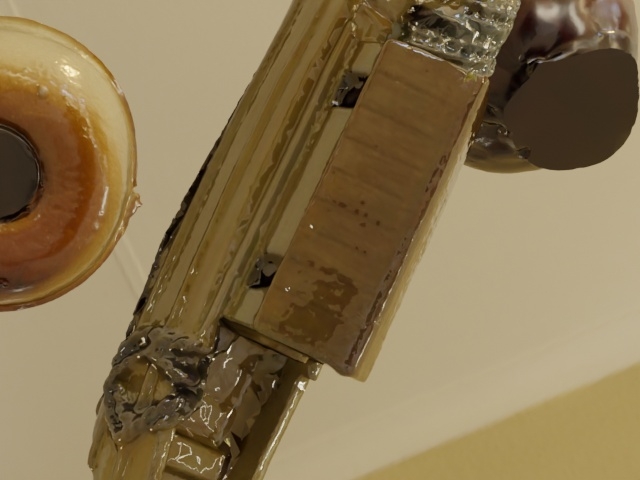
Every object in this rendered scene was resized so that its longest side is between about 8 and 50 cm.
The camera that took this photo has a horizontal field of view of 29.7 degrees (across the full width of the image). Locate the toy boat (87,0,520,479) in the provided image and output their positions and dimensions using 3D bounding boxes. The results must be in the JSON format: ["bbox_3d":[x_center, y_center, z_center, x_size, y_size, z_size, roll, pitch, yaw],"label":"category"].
[{"bbox_3d":[0.000,0.000,0.716,0.136,0.162,0.445,33,-99,-42],"label":"toy boat"}]

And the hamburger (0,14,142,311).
[{"bbox_3d":[-0.245,-0.055,0.914,0.237,0.147,0.236,-2,-77,-10],"label":"hamburger"}]

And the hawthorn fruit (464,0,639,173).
[{"bbox_3d":[0.151,-0.176,0.962,0.215,0.249,0.215,4,-38,3],"label":"hawthorn fruit"}]
